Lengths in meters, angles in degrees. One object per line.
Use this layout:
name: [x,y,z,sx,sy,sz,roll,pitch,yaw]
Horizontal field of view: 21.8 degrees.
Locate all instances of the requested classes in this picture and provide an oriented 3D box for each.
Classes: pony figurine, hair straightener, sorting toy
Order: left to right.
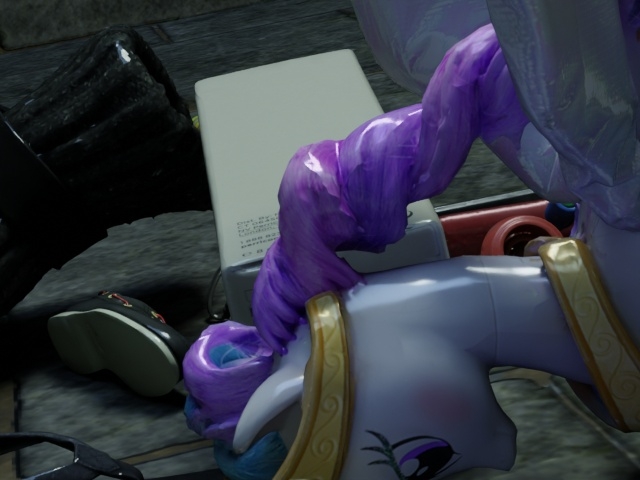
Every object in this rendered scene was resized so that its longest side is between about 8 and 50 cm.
hair straightener: [0.045,0.007,0.972,0.230,0.047,0.089,-15,14,-1]
sorting toy: [0.135,0.005,0.900,0.102,0.061,0.042,-4,-21,-5]
pony figurine: [0.112,-0.054,0.549,0.363,0.351,0.303,-7,9,-4]

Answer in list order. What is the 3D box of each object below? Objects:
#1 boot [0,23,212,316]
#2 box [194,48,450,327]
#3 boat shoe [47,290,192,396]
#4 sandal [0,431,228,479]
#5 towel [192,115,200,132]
boot: [-0.188,-0.008,0.884,0.260,0.131,0.348,-23,13,4]
box: [0.000,0.000,0.796,0.094,0.113,0.275,-13,24,-1]
boat shoe: [-0.099,0.050,0.869,0.042,0.049,0.133,-27,16,-27]
sandal: [-0.151,0.112,0.647,0.254,0.054,0.097,-7,14,13]
towel: [-0.043,-0.102,1.506,0.102,0.021,0.237,-20,17,-15]
